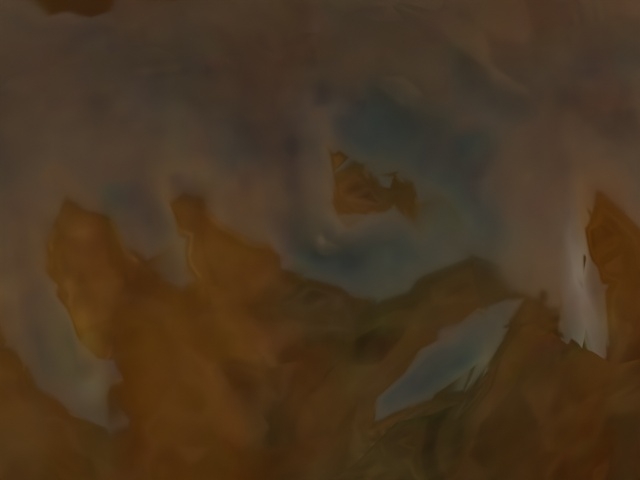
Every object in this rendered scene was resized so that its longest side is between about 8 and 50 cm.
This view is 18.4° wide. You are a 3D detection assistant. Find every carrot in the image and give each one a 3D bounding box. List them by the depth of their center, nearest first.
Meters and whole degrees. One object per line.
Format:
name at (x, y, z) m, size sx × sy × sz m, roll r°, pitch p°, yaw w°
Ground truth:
carrot at (0.000, 0.000, 0.453) m, size 0.340 × 0.224 × 0.224 m, roll -13°, pitch 1°, yaw -12°
